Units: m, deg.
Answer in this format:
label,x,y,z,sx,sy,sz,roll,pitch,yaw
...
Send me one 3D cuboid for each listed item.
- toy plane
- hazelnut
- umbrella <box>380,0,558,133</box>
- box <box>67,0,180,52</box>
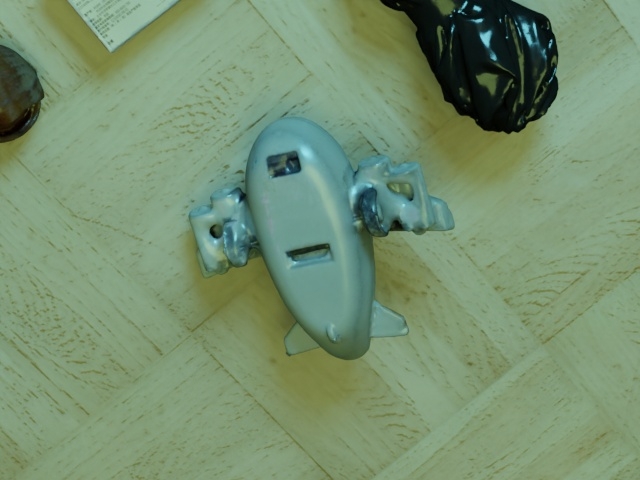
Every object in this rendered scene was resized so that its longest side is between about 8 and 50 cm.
label,x,y,z,sx,sy,sz,roll,pitch,yaw
toy plane,0.000,0.000,1.330,0.244,0.117,0.245,4,114,10
hazelnut,-0.280,-0.127,1.256,0.086,0.086,0.086,-3,111,-8
umbrella,0.088,-0.235,1.260,0.118,0.118,0.340,-37,108,6
box,-0.160,-0.234,1.249,0.125,0.043,0.089,-35,112,5
